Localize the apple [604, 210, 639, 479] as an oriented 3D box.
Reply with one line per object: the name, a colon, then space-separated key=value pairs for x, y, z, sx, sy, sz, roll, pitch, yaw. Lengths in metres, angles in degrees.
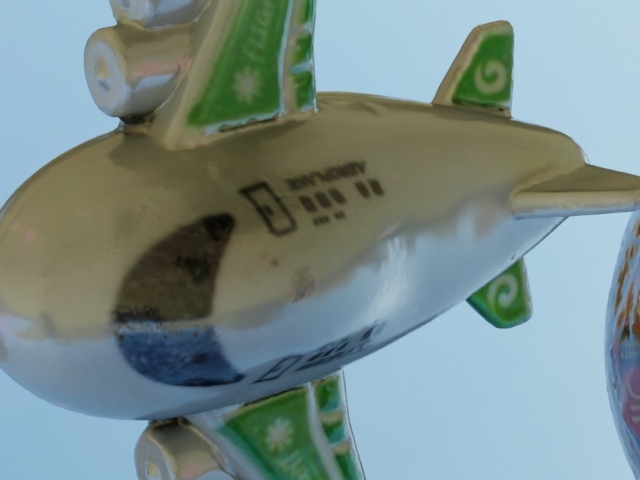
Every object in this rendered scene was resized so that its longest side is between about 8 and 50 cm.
apple: x=0.362 y=0.045 z=1.103 sx=0.400 sy=0.400 sz=0.333 roll=5 pitch=-111 yaw=9

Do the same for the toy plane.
toy plane: x=-0.002 y=0.000 z=0.463 sx=0.174 sy=0.174 sz=0.080 roll=-21 pitch=-159 yaw=-28
